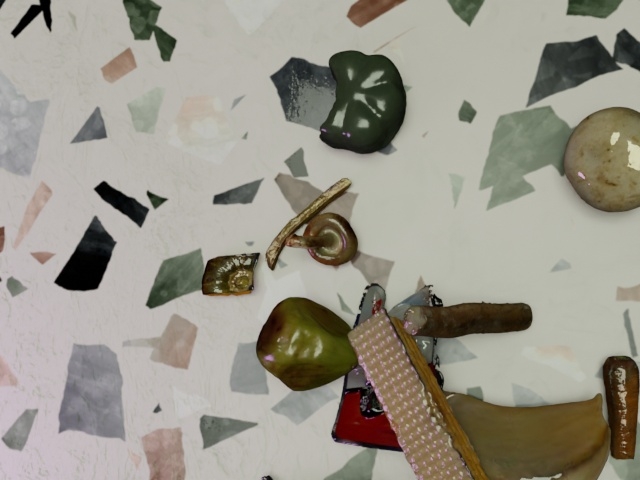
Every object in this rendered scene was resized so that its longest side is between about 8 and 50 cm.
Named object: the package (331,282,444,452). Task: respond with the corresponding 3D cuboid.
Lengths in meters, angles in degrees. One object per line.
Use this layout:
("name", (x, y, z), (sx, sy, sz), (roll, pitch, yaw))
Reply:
("package", (0.115, 0.201, 1.459), (0.194, 0.071, 0.269), (-4, 78, 44))

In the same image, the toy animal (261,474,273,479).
("toy animal", (-0.184, 0.492, 1.467), (0.324, 0.090, 0.195), (-6, 75, -1))

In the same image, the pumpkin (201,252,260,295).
("pumpkin", (-0.151, 0.060, 1.551), (0.101, 0.035, 0.073), (-3, 71, 12))

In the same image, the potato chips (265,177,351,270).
("potato chips", (-0.026, -0.034, 1.547), (0.037, 0.026, 0.204), (44, 90, 8))

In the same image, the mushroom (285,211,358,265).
("mushroom", (-0.003, -0.005, 1.508), (0.129, 0.073, 0.088), (6, 116, -27))

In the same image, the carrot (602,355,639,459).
("carrot", (0.472, 0.261, 1.417), (0.055, 0.055, 0.161), (-1, 84, 9))

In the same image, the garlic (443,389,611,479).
("garlic", (0.275, 0.319, 1.417), (0.338, 0.151, 0.196), (4, 62, 20))

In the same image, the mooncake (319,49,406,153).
("mooncake", (0.061, -0.235, 1.524), (0.168, 0.104, 0.175), (-26, 76, 10))

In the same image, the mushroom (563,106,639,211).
("mushroom", (0.469, -0.126, 1.436), (0.166, 0.127, 0.166), (0, 89, 31))

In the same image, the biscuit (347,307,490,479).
("biscuit", (0.159, 0.285, 1.351), (0.094, 0.054, 0.379), (-38, 67, 25))

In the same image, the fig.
("fig", (-0.018, 0.168, 1.459), (0.165, 0.144, 0.154), (2, 95, 5))

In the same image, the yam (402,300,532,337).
("yam", (0.233, 0.122, 1.406), (0.241, 0.057, 0.057), (1, 80, -31))
